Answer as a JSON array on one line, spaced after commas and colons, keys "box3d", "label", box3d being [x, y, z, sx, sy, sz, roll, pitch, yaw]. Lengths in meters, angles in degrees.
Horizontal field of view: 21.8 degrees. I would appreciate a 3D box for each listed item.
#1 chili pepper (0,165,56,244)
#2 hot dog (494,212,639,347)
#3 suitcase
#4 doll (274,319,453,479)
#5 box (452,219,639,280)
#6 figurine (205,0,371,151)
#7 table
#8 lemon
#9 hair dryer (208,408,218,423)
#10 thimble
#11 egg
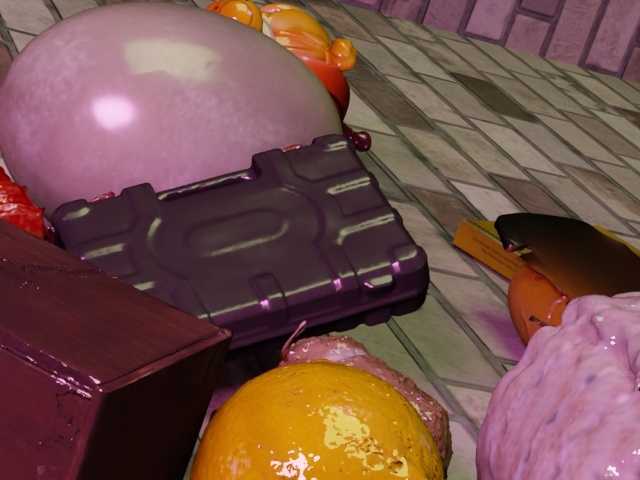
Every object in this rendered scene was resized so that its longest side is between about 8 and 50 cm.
[{"box3d": [-0.352, 0.009, 1.328, 0.252, 0.136, 0.144, -17, 66, -50], "label": "chili pepper"}, {"box3d": [0.280, 0.102, 1.721, 0.194, 0.107, 0.326, 5, 30, -14], "label": "hot dog"}, {"box3d": [-0.071, 0.014, 1.425, 0.285, 0.066, 0.206, -16, 44, -16], "label": "suitcase"}, {"box3d": [0.044, 0.156, 1.306, 0.221, 0.105, 0.115, 40, -16, 32], "label": "doll"}, {"box3d": [0.312, 0.024, 2.079, 0.279, 0.041, 0.153, 1, 26, -44], "label": "box"}, {"box3d": [-0.107, -0.166, 1.901, 0.323, 0.196, 0.320, -9, -14, -21], "label": "figurine"}, {"box3d": [-0.199, 0.109, 1.073, 0.193, 0.169, 0.172, 26, 19, 19], "label": "table"}, {"box3d": [-0.005, 0.167, 1.107, 0.173, 0.174, 0.206, 10, 6, -28], "label": "lemon"}, {"box3d": [-0.059, 0.165, 1.303, 0.047, 0.026, 0.083, 11, 27, -19], "label": "hair dryer"}, {"box3d": [0.255, 0.173, 1.166, 0.291, 0.292, 0.195, 12, 17, -22], "label": "thimble"}, {"box3d": [-0.141, -0.099, 1.614, 0.352, 0.258, 0.258, 6, 22, -33], "label": "egg"}]
